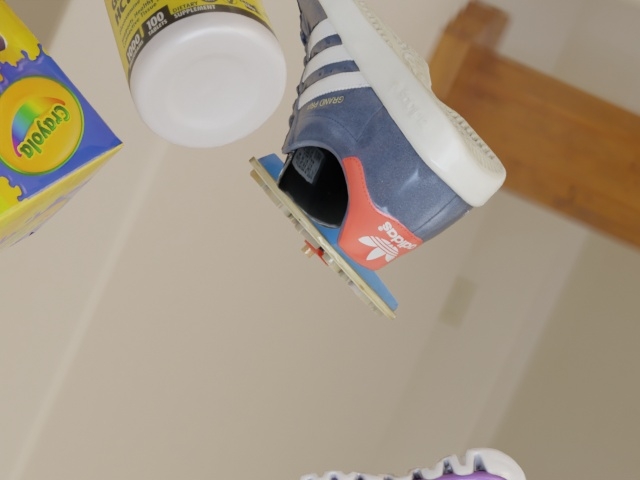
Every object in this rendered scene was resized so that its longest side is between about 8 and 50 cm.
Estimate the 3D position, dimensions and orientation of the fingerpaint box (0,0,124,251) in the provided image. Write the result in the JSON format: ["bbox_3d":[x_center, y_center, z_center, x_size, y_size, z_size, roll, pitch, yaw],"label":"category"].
[{"bbox_3d":[-0.419,-0.099,1.192,0.371,0.163,0.445,51,-143,0],"label":"fingerpaint box"}]

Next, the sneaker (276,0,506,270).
[{"bbox_3d":[0.017,-0.104,1.311,0.131,0.148,0.350,39,-166,-32],"label":"sneaker"}]

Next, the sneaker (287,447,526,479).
[{"bbox_3d":[0.046,0.229,1.200,0.236,0.095,0.104,-13,-147,1],"label":"sneaker"}]

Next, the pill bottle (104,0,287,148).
[{"bbox_3d":[-0.168,-0.283,1.995,0.188,0.188,0.334,21,-149,-35],"label":"pill bottle"}]

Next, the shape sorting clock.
[{"bbox_3d":[0.000,0.000,1.539,0.206,0.040,0.206,51,178,2],"label":"shape sorting clock"}]
